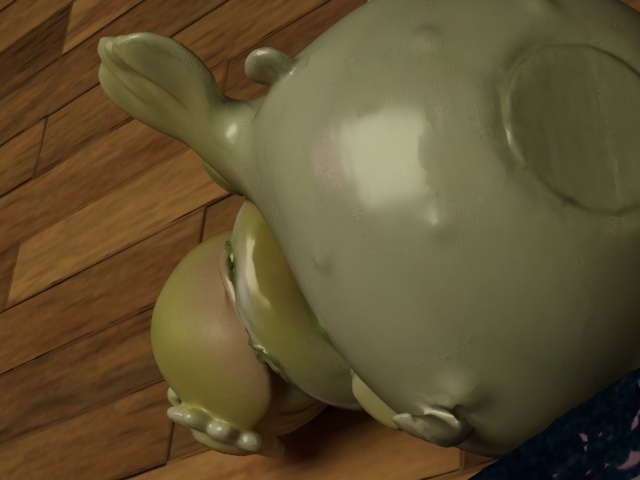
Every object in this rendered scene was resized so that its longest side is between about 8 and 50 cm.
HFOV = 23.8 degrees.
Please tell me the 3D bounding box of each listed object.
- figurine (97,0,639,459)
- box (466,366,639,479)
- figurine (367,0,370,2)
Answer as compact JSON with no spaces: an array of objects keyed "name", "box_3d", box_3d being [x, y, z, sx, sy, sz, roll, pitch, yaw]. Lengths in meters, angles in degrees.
[{"name":"figurine","box_3d":[0.000,0.000,0.719,0.226,0.275,0.394,-60,11,-28]},{"name":"box","box_3d":[0.175,0.161,0.474,0.261,0.116,0.279,-37,40,27]},{"name":"figurine","box_3d":[0.077,-0.110,0.826,0.098,0.081,0.146,-40,39,27]}]
